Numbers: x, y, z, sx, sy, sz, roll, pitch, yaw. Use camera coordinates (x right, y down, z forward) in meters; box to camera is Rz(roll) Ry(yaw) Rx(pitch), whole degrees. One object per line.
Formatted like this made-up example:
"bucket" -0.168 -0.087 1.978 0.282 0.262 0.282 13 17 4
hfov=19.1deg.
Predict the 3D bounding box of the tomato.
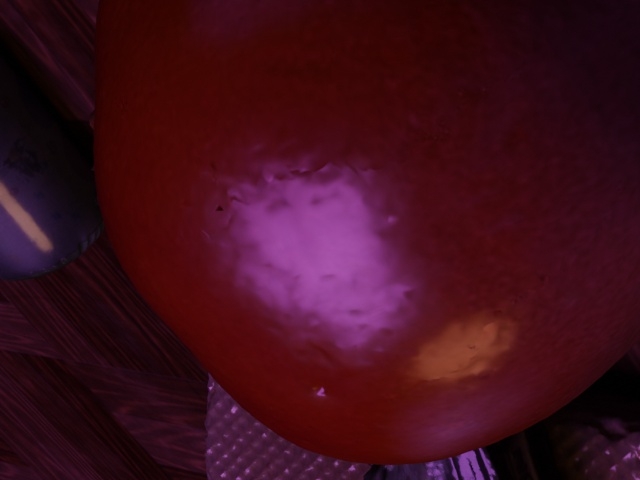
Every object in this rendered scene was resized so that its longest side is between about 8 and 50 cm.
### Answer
"tomato" 0.055 -0.064 0.850 0.321 0.321 0.321 29 154 16

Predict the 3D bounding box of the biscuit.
"biscuit" 0.094 0.155 1.353 0.426 0.078 0.144 10 103 37

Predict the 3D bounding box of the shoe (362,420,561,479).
"shoe" 0.067 0.138 1.247 0.149 0.109 0.293 -20 88 32

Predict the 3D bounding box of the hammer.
"hammer" -0.320 -0.080 1.538 0.335 0.119 0.206 15 146 50
